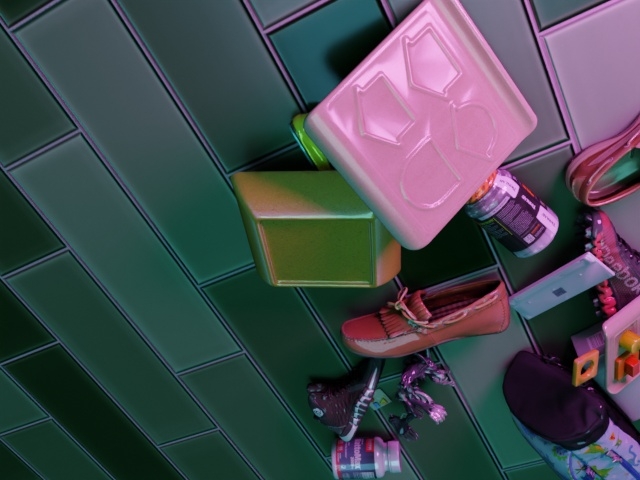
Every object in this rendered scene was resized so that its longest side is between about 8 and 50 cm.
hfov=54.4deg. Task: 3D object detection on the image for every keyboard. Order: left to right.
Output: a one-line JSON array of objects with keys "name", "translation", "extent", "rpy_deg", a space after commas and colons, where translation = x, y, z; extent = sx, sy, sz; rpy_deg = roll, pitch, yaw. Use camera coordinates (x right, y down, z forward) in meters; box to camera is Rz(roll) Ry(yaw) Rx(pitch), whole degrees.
[{"name": "keyboard", "translation": [0.501, 0.102, 1.326], "extent": [0.072, 0.014, 0.256], "rpy_deg": [35, 143, -6]}]

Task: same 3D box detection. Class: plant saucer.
[{"name": "plant saucer", "translation": [0.000, 0.000, 1.280], "extent": [0.332, 0.081, 0.333], "rpy_deg": [0, 141, 7]}]

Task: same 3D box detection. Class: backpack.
[{"name": "backpack", "translation": [0.612, 0.456, 1.453], "extent": [0.355, 0.290, 0.274], "rpy_deg": [27, 95, -26]}]

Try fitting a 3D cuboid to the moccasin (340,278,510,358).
[{"name": "moccasin", "translation": [0.227, 0.166, 1.386], "extent": [0.379, 0.139, 0.147], "rpy_deg": [-11, 120, 13]}]

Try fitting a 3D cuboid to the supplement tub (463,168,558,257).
[{"name": "supplement tub", "translation": [0.367, -0.062, 1.237], "extent": [0.190, 0.117, 0.117], "rpy_deg": [37, 119, -17]}]

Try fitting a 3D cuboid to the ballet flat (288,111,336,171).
[{"name": "ballet flat", "translation": [0.015, -0.153, 1.248], "extent": [0.077, 0.077, 0.231], "rpy_deg": [-24, 116, 5]}]

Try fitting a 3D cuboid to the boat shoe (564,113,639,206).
[{"name": "boat shoe", "translation": [0.612, -0.164, 1.141], "extent": [0.122, 0.120, 0.324], "rpy_deg": [41, 118, -19]}]

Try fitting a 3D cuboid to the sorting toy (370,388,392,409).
[{"name": "sorting toy", "translation": [0.139, 0.409, 1.626], "extent": [0.062, 0.012, 0.083], "rpy_deg": [-31, 115, 24]}]

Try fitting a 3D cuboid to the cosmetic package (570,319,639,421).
[{"name": "cosmetic package", "translation": [0.704, 0.297, 1.440], "extent": [0.127, 0.107, 0.238], "rpy_deg": [-35, 116, 24]}]

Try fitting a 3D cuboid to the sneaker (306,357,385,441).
[{"name": "sneaker", "translation": [0.050, 0.371, 1.564], "extent": [0.162, 0.106, 0.282], "rpy_deg": [23, 114, 8]}]

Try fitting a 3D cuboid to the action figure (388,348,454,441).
[{"name": "action figure", "translation": [0.250, 0.357, 1.500], "extent": [0.140, 0.164, 0.276], "rpy_deg": [23, 134, 15]}]

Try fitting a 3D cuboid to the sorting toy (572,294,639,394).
[{"name": "sorting toy", "translation": [0.659, 0.211, 1.284], "extent": [0.347, 0.047, 0.196], "rpy_deg": [-31, 123, -16]}]

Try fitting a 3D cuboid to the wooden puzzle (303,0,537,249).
[{"name": "wooden puzzle", "translation": [0.181, -0.209, 1.122], "extent": [0.348, 0.080, 0.322], "rpy_deg": [-45, 110, -6]}]

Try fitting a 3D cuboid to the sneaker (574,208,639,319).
[{"name": "sneaker", "translation": [0.611, 0.040, 1.286], "extent": [0.135, 0.098, 0.276], "rpy_deg": [-17, 121, 17]}]

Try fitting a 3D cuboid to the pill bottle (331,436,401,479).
[{"name": "pill bottle", "translation": [0.125, 0.587, 1.686], "extent": [0.180, 0.108, 0.108], "rpy_deg": [-6, 122, 9]}]
